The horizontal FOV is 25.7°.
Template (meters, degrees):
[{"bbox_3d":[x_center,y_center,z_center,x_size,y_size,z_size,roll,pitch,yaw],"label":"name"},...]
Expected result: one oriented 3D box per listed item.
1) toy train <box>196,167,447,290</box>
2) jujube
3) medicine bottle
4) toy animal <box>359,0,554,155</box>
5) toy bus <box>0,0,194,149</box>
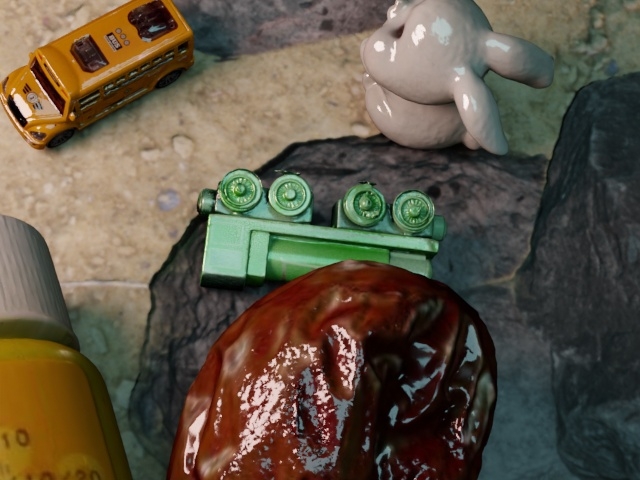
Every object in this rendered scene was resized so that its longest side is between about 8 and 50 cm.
[{"bbox_3d":[0.000,0.000,1.387,0.251,0.085,0.119,7,76,-4],"label":"toy train"},{"bbox_3d":[0.007,0.204,1.223,0.277,0.276,0.376,15,71,-4],"label":"jujube"},{"bbox_3d":[-0.278,0.183,1.183,0.224,0.224,0.384,-14,63,-13],"label":"medicine bottle"},{"bbox_3d":[0.126,-0.162,1.406,0.178,0.193,0.127,43,71,-2],"label":"toy animal"},{"bbox_3d":[-0.224,-0.174,1.402,0.194,0.088,0.083,-32,80,-18],"label":"toy bus"}]
